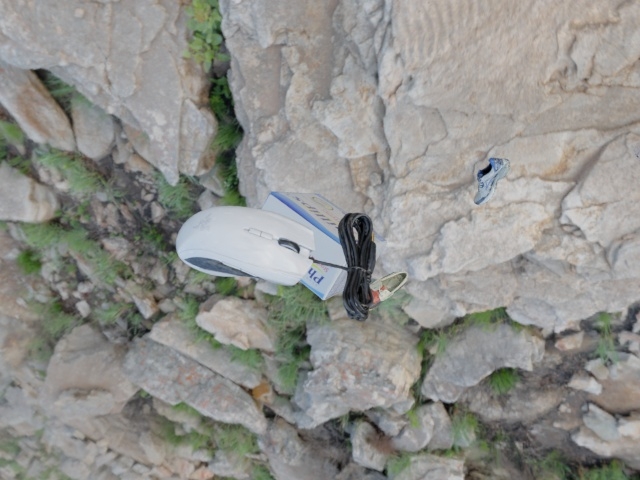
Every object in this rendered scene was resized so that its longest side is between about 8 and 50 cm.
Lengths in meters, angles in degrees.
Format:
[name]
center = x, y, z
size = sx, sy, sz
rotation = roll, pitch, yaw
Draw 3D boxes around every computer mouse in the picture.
[computer mouse]
center = -0.042, 0.007, 0.400
size = 0.192, 0.106, 0.042
rotation = 10, 152, 2

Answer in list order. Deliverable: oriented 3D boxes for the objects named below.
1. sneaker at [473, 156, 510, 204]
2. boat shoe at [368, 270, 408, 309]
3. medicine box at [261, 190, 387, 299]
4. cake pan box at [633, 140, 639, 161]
[sneaker]
center = 0.414, -0.152, 1.096
size = 0.057, 0.052, 0.135
rotation = 14, 123, -11
[boat shoe]
center = 0.134, 0.106, 0.941
size = 0.049, 0.136, 0.043
rotation = 57, 150, 13
[medicine box]
center = 0.000, 0.000, 1.167
size = 0.263, 0.289, 0.149
rotation = 36, 108, 18
[cake pan box]
center = 0.627, -0.225, 0.701
size = 0.070, 0.266, 0.246
rotation = 41, 121, 17
